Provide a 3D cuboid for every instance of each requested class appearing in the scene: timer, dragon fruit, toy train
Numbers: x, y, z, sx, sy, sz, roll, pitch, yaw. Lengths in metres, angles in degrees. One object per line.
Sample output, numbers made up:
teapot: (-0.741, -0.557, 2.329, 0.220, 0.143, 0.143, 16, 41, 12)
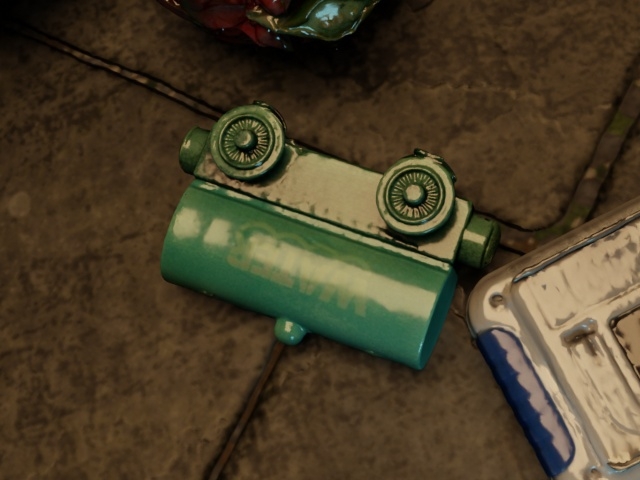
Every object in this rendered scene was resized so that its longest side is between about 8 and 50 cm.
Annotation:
timer: (0.242, 0.054, 0.965, 0.253, 0.078, 0.178, -28, 78, -1)
dragon fruit: (-0.049, -0.275, 1.077, 0.233, 0.234, 0.293, -18, 59, 3)
toy train: (0.000, 0.000, 1.034, 0.248, 0.101, 0.159, 17, 83, 15)
